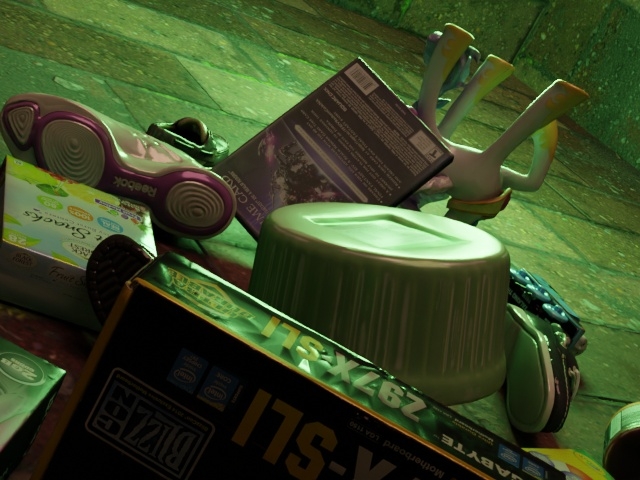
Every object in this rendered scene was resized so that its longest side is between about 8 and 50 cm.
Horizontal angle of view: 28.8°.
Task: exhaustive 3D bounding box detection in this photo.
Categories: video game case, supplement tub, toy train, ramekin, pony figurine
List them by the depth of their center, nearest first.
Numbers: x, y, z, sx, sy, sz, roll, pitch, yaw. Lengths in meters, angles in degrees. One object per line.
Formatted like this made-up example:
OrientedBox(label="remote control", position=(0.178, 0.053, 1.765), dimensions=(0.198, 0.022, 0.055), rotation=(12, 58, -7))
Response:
OrientedBox(label="ramekin", position=(0.062, 0.058, 1.355), dimensions=(0.303, 0.148, 0.303), rotation=(7, 13, -2))
OrientedBox(label="supplement tub", position=(0.397, 0.255, 1.514), dimensions=(0.106, 0.106, 0.198), rotation=(32, 11, 10))
OrientedBox(label="video game case", position=(0.010, -0.095, 1.645), dimensions=(0.196, 0.274, 0.026), rotation=(48, -12, 16))
OrientedBox(label="pony figurine", position=(0.158, -0.113, 1.784), dimensions=(0.351, 0.363, 0.303), rotation=(29, 3, 11))
OrientedBox(label="toy train", position=(0.330, 0.109, 1.860), dimensions=(0.105, 0.080, 0.184), rotation=(21, 19, -37))

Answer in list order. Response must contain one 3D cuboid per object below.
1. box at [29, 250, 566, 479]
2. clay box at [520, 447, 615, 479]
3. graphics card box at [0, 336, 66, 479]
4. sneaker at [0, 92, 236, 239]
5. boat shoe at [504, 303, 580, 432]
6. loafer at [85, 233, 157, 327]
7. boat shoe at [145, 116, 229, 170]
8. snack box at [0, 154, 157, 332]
OrientedBox(label="box", position=(-0.032, 0.195, 0.851), dimensions=(0.322, 0.257, 0.079), rotation=(30, 18, 2))
OrientedBox(label="clay box", position=(0.271, 0.284, 1.359), dimensions=(0.222, 0.053, 0.127), rotation=(8, 27, -43))
OrientedBox(label="graphics card box", position=(-0.340, 0.139, 0.820), dimensions=(0.232, 0.094, 0.371), rotation=(28, 18, 0))
OrientedBox(label="sneaker", position=(-0.257, -0.089, 1.544), dimensions=(0.305, 0.114, 0.152), rotation=(27, 5, -18))
OrientedBox(label="boat shoe", position=(0.288, 0.165, 1.599), dimensions=(0.091, 0.114, 0.302), rotation=(20, 21, -8))
OrientedBox(label="loafer", position=(-0.146, 0.090, 1.205), dimensions=(0.220, 0.080, 0.078), rotation=(55, 9, 1))
OrientedBox(label="boat shoe", position=(-0.186, -0.138, 1.778), dimensions=(0.080, 0.073, 0.223), rotation=(35, 20, 17))
OrientedBox(label="snack box", position=(-0.261, 0.007, 1.305), dimensions=(0.174, 0.070, 0.207), rotation=(21, 22, -23))
